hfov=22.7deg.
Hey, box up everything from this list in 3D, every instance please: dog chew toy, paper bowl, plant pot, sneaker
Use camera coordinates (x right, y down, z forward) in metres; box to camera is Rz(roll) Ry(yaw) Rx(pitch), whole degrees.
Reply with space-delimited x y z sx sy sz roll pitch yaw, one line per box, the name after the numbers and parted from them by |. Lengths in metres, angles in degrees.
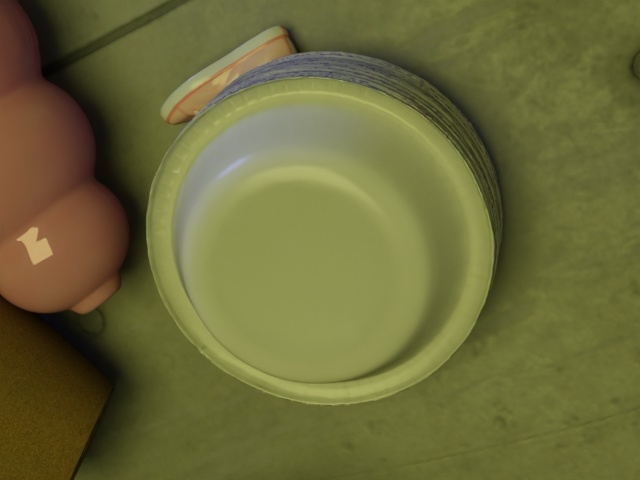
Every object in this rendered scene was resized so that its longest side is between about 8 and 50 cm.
-0.287 -0.078 1.361 0.207 0.206 0.332 -36 96 20 | dog chew toy
0.000 0.000 1.284 0.284 0.148 0.284 4 110 11 | paper bowl
-0.320 0.128 1.406 0.254 0.237 0.237 23 107 -2 | plant pot
-0.070 -0.119 1.357 0.134 0.051 0.070 -31 85 16 | sneaker
